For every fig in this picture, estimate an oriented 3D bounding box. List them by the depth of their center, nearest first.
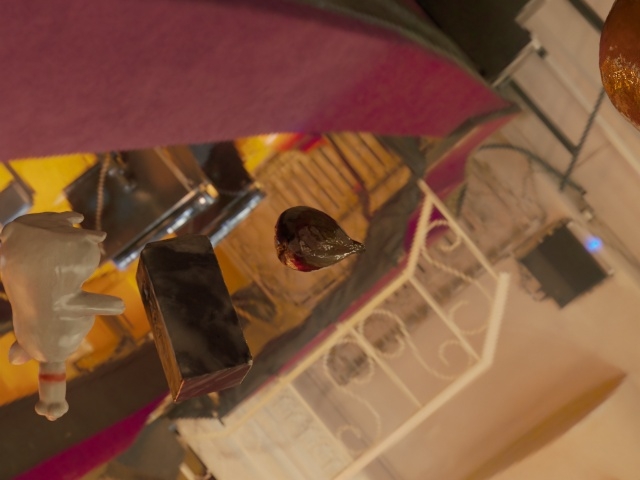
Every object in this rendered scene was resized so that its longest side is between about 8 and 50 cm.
[{"bbox_3d":[0.000,0.000,1.598,0.103,0.155,0.109,-95,-172,-59],"label":"fig"}]

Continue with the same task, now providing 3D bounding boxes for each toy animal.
[{"bbox_3d":[-0.360,0.093,1.327,0.138,0.141,0.282,-20,121,-35],"label":"toy animal"}]

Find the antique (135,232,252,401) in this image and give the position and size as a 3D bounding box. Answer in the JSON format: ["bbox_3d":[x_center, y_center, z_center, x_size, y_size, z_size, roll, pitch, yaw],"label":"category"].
[{"bbox_3d":[-0.154,0.085,1.137,0.086,0.183,0.088,-13,158,-22],"label":"antique"}]

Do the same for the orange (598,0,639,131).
[{"bbox_3d":[0.438,-0.201,1.023,0.279,0.279,0.235,-37,145,-32],"label":"orange"}]
